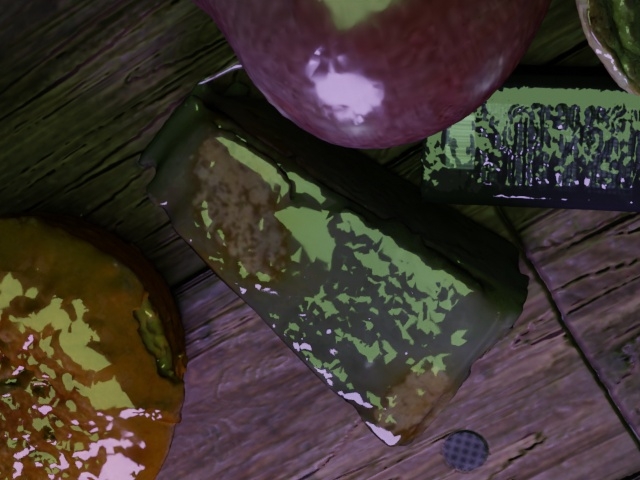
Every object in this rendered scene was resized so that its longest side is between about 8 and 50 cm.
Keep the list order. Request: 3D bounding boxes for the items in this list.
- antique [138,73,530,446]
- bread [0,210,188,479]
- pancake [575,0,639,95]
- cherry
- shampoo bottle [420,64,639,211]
[{"bbox_3d":[0.000,0.000,1.065,0.284,0.125,0.150,39,109,-4],"label":"antique"},{"bbox_3d":[-0.229,0.091,1.129,0.268,0.146,0.268,2,106,7],"label":"bread"},{"bbox_3d":[0.214,-0.170,0.963,0.028,0.158,0.158,1,112,43],"label":"pancake"},{"bbox_3d":[0.040,-0.196,0.930,0.307,0.261,0.221,-37,141,3],"label":"cherry"},{"bbox_3d":[0.226,-0.070,1.028,0.309,0.071,0.098,3,108,9],"label":"shampoo bottle"}]
